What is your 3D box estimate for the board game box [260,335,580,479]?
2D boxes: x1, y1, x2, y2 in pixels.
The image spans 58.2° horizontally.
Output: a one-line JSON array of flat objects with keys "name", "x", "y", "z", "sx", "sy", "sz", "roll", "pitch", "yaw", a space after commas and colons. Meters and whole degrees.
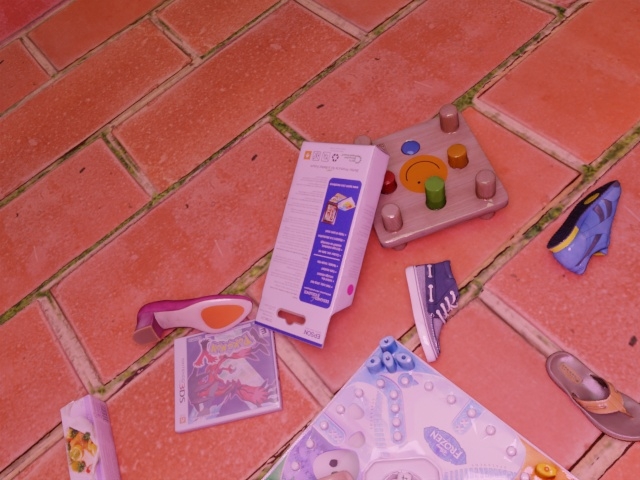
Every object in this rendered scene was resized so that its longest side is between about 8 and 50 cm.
[{"name": "board game box", "x": 0.125, "y": 0.394, "z": 0.878, "sx": 0.390, "sy": 0.050, "sz": 0.390, "roll": 36, "pitch": 74, "yaw": 30}]

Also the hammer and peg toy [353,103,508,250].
[{"name": "hammer and peg toy", "x": 0.149, "y": -0.115, "z": 1.140, "sx": 0.362, "sy": 0.127, "sz": 0.265, "roll": -19, "pitch": 56, "yaw": 4}]

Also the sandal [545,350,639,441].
[{"name": "sandal", "x": 0.428, "y": 0.237, "z": 0.889, "sx": 0.072, "sy": 0.049, "sz": 0.180, "roll": -39, "pitch": 57, "yaw": -9}]

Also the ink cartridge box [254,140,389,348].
[{"name": "ink cartridge box", "x": 0.000, "y": 0.000, "z": 1.071, "sx": 0.176, "sy": 0.069, "sz": 0.370, "roll": 12, "pitch": 83, "yaw": 39}]

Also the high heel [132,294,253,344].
[{"name": "high heel", "x": -0.247, "y": 0.134, "z": 1.133, "sx": 0.244, "sy": 0.082, "sz": 0.117, "roll": -21, "pitch": 26, "yaw": 8}]

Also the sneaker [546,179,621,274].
[{"name": "sneaker", "x": 0.491, "y": -0.023, "z": 1.034, "sx": 0.082, "sy": 0.069, "sz": 0.209, "roll": 45, "pitch": 67, "yaw": 0}]

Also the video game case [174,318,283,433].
[{"name": "video game case", "x": -0.177, "y": 0.247, "z": 1.072, "sx": 0.202, "sy": 0.023, "sz": 0.183, "roll": -15, "pitch": 56, "yaw": 7}]

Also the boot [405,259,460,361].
[{"name": "boot", "x": 0.207, "y": 0.117, "z": 1.014, "sx": 0.086, "sy": 0.069, "sz": 0.189, "roll": -14, "pitch": 55, "yaw": 11}]

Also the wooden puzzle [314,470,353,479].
[{"name": "wooden puzzle", "x": -0.034, "y": 0.473, "z": 0.814, "sx": 0.239, "sy": 0.044, "sz": 0.220, "roll": -20, "pitch": 56, "yaw": 0}]

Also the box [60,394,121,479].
[{"name": "box", "x": -0.386, "y": 0.427, "z": 0.995, "sx": 0.063, "sy": 0.067, "sz": 0.324, "roll": -27, "pitch": 57, "yaw": -1}]
